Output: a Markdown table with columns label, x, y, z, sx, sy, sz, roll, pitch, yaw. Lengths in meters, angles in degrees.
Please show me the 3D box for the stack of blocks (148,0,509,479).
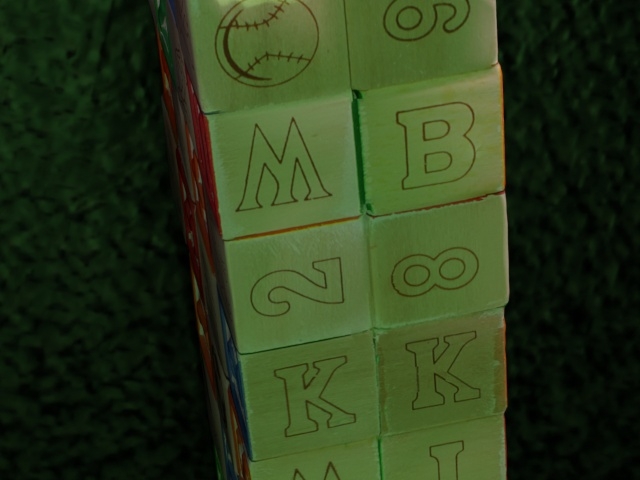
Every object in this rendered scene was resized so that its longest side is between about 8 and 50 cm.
| label | x | y | z | sx | sy | sz | roll | pitch | yaw |
| --- | --- | --- | --- | --- | --- | --- | --- | --- | --- |
| stack of blocks | 0.000 | 0.000 | 0.674 | 0.087 | 0.171 | 0.297 | -10 | 124 | -7 |
